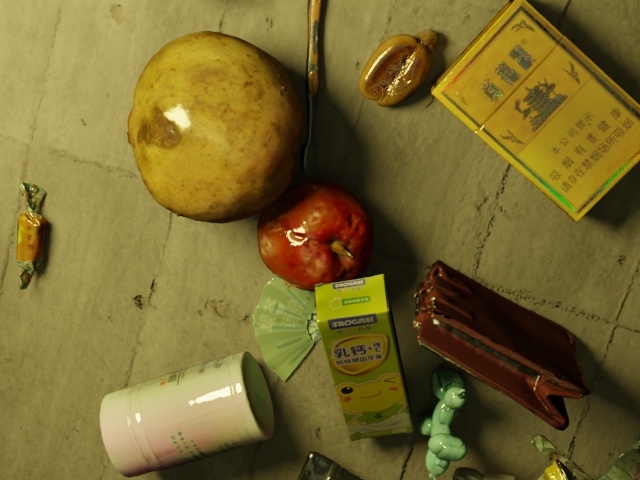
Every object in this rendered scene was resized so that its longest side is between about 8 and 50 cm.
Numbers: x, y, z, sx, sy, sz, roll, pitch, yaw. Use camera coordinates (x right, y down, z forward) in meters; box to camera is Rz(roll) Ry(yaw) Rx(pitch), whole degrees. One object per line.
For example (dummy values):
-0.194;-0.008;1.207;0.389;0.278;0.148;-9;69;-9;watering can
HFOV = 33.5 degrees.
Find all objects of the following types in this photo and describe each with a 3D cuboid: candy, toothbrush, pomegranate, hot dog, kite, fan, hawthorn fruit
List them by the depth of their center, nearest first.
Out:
-0.154;-0.167;1.566;0.281;0.281;0.281;1;105;5;pomegranate
0.121;-0.267;1.625;0.090;0.060;0.140;32;112;-8;hot dog
0.000;0.000;1.630;0.179;0.200;0.179;-6;108;-17;hawthorn fruit
-0.013;-0.256;1.652;0.023;0.031;0.320;-3;107;-23;toothbrush
-0.475;-0.007;1.753;0.047;0.053;0.182;6;103;3;candy
-0.044;0.125;1.770;0.131;0.009;0.240;20;106;2;fan
0.476;0.435;1.801;0.314;0.011;0.335;37;105;-5;kite

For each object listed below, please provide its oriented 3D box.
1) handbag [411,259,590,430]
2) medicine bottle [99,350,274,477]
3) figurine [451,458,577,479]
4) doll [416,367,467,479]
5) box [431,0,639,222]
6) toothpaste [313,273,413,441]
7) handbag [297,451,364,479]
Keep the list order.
0.268;0.152;1.618;0.276;0.260;0.084;32;108;-2;handbag
-0.219;0.288;1.755;0.254;0.152;0.152;-17;103;10;medicine bottle
0.324;0.499;1.761;0.309;0.143;0.308;-1;88;22;figurine
0.199;0.301;1.716;0.059;0.158;0.159;16;100;-9;doll
0.341;-0.199;1.605;0.301;0.084;0.193;41;105;-6;box
0.071;0.191;1.664;0.110;0.077;0.327;-8;135;6;toothpaste
0.017;0.500;1.824;0.211;0.088;0.254;25;105;-7;handbag
